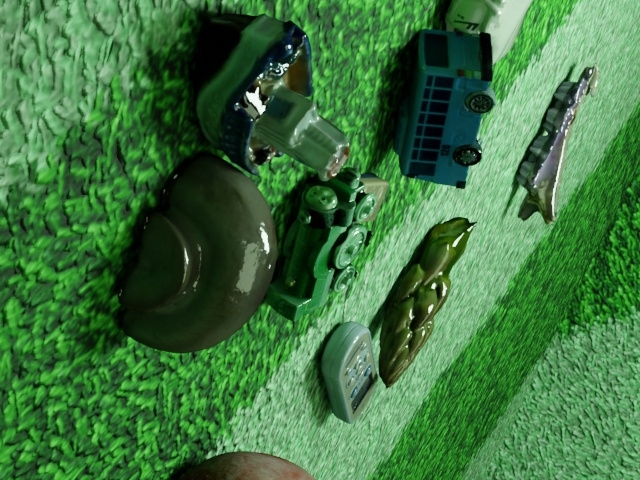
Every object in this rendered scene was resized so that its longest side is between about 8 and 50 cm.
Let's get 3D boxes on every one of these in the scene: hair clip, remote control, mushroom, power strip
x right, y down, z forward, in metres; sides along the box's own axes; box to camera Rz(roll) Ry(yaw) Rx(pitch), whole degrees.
[{"bbox_3d":[0.399,-0.165,2.610,0.106,0.084,0.292,5,107,-66],"label":"hair clip"},{"bbox_3d":[0.039,0.183,2.145,0.087,0.047,0.244,-59,162,-21],"label":"remote control"},{"bbox_3d":[-0.102,0.020,1.422,0.141,0.117,0.188,-46,154,-72],"label":"mushroom"},{"bbox_3d":[0.044,-0.050,1.837,0.056,0.032,0.123,-65,163,12],"label":"power strip"}]

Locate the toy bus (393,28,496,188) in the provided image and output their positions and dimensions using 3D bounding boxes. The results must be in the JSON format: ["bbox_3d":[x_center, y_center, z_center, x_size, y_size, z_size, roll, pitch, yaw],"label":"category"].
[{"bbox_3d":[0.147,-0.155,1.848,0.185,0.106,0.090,99,-5,-45],"label":"toy bus"}]

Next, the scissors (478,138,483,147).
[{"bbox_3d":[0.217,-0.118,2.269,0.083,0.006,0.036,-48,155,-38],"label":"scissors"}]

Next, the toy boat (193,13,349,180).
[{"bbox_3d":[-0.036,-0.120,1.368,0.114,0.115,0.262,-58,162,-15],"label":"toy boat"}]

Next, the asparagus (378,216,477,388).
[{"bbox_3d":[0.144,0.081,2.243,0.080,0.080,0.287,61,50,-69],"label":"asparagus"}]

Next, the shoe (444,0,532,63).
[{"bbox_3d":[0.204,-0.291,1.835,0.110,0.095,0.265,-49,160,-36],"label":"shoe"}]

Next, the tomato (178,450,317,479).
[{"bbox_3d":[-0.083,0.382,1.795,0.270,0.227,0.270,-49,156,-31],"label":"tomato"}]

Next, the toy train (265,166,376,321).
[{"bbox_3d":[0.000,0.000,1.733,0.104,0.071,0.178,-29,145,-43],"label":"toy train"}]
